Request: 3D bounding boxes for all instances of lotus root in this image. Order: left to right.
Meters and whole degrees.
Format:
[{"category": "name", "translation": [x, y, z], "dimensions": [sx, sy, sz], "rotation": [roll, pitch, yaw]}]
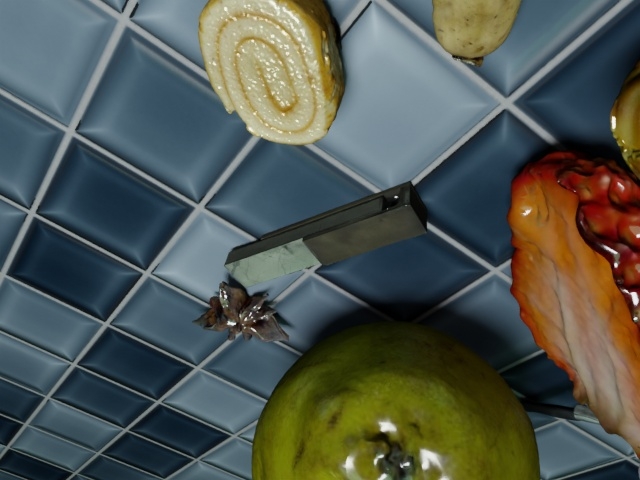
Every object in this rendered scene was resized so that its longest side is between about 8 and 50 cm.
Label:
[{"category": "lotus root", "translation": [0.122, -0.201, 0.450], "dimensions": [0.072, 0.063, 0.152], "rotation": [5, 139, 21]}]

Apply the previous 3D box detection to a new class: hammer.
[{"category": "hammer", "translation": [0.337, 0.233, 0.782], "dimensions": [0.103, 0.029, 0.246], "rotation": [29, 166, -6]}]

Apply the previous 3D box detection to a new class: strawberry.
[{"category": "strawberry", "translation": [0.314, 0.054, 0.576], "dimensions": [0.149, 0.265, 0.336], "rotation": [-27, 110, -3]}]

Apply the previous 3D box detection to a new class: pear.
[{"category": "pear", "translation": [0.090, 0.267, 0.735], "dimensions": [0.352, 0.352, 0.413], "rotation": [5, 153, 6]}]

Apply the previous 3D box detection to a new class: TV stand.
[{"category": "TV stand", "translation": [0.000, 0.000, 0.687], "dimensions": [0.256, 0.040, 0.049], "rotation": [-19, 129, 27]}]

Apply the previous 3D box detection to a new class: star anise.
[{"category": "star anise", "translation": [-0.100, 0.111, 0.805], "dimensions": [0.129, 0.056, 0.124], "rotation": [27, 132, -15]}]

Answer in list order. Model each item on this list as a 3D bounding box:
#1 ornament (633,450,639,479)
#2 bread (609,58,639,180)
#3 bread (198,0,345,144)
[{"category": "ornament", "translation": [0.535, 0.223, 0.662], "dimensions": [0.240, 0.239, 0.239], "rotation": [10, 134, 1]}, {"category": "bread", "translation": [0.342, -0.083, 0.453], "dimensions": [0.222, 0.096, 0.181], "rotation": [37, 85, -25]}, {"category": "bread", "translation": [-0.043, -0.163, 0.518], "dimensions": [0.122, 0.073, 0.149], "rotation": [0, 132, 18]}]
